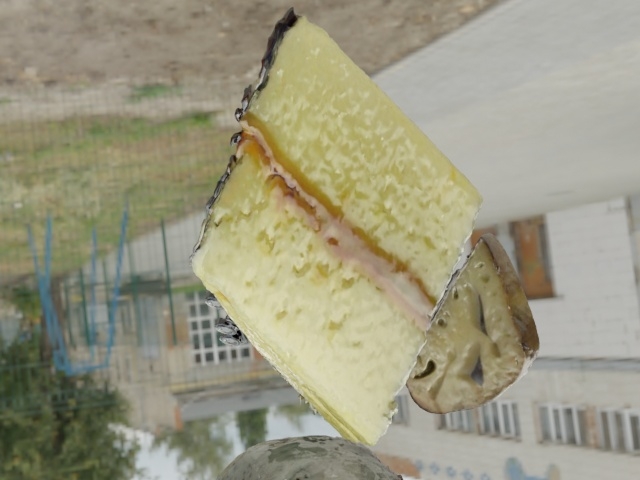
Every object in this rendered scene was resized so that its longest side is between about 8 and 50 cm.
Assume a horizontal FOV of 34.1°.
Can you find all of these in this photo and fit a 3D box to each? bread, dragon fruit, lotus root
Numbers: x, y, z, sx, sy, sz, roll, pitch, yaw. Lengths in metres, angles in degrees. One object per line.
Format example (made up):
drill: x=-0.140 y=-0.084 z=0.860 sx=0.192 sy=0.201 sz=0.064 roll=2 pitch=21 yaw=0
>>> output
bread: x=0.000 y=0.000 z=1.245 sx=0.405 sy=0.346 sz=0.242 roll=38 pitch=171 yaw=-12
dragon fruit: x=-0.013 y=0.374 z=1.486 sx=0.221 sy=0.204 sz=0.283 roll=34 pitch=-171 yaw=-35
lotus root: x=0.223 y=0.141 z=1.490 sx=0.074 sy=0.170 sz=0.261 roll=-9 pitch=137 yaw=-58

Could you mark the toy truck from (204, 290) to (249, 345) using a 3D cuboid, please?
toy truck: x=-0.103 y=0.098 z=1.666 sx=0.125 sy=0.101 sz=0.242 roll=9 pitch=151 yaw=13
